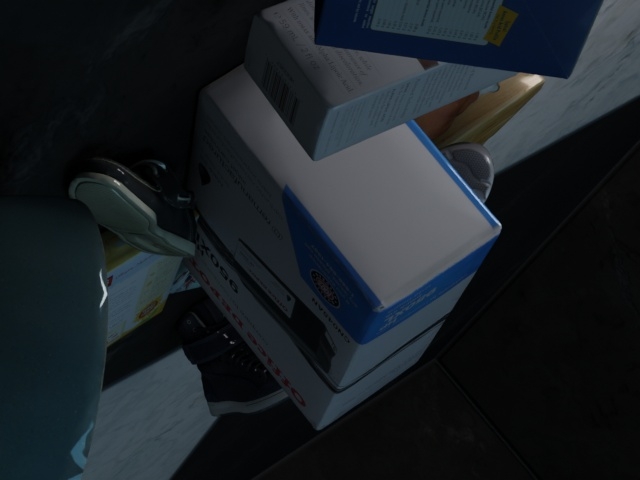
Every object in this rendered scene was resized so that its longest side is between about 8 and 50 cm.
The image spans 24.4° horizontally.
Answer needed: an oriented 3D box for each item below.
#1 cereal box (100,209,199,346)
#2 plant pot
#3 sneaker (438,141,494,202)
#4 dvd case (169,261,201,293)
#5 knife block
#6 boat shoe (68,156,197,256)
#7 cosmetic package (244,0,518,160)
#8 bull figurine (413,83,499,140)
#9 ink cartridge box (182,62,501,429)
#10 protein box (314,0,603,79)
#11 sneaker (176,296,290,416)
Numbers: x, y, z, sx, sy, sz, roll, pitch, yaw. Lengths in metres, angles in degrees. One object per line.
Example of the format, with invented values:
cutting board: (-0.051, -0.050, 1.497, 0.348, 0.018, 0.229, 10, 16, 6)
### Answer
cereal box: (-0.232, 0.054, 1.639, 0.173, 0.047, 0.240, -34, 165, -30)
plant pot: (-0.308, 0.095, 1.161, 0.195, 0.290, 0.290, 9, 140, -26)
sneaker: (0.130, -0.041, 1.907, 0.281, 0.105, 0.115, -49, -176, 40)
dvd case: (-0.151, 0.033, 1.869, 0.087, 0.013, 0.119, -45, 165, 20)
knife block: (0.140, -0.145, 1.925, 0.276, 0.088, 0.242, -45, 167, 22)
boat shoe: (-0.179, -0.045, 1.443, 0.233, 0.084, 0.079, 43, 57, -70)
cosmetic package: (0.063, -0.169, 1.269, 0.231, 0.117, 0.085, -27, 158, -25)
bull figurine: (0.136, -0.192, 1.742, 0.188, 0.101, 0.310, -38, 170, -24)
ink cartridge box: (0.000, 0.000, 1.576, 0.166, 0.285, 0.395, -34, 165, -21)
protein box: (0.110, -0.245, 1.085, 0.201, 0.136, 0.200, 7, 140, -7)
sneaker: (-0.106, 0.149, 2.005, 0.086, 0.163, 0.226, -24, -174, -41)
